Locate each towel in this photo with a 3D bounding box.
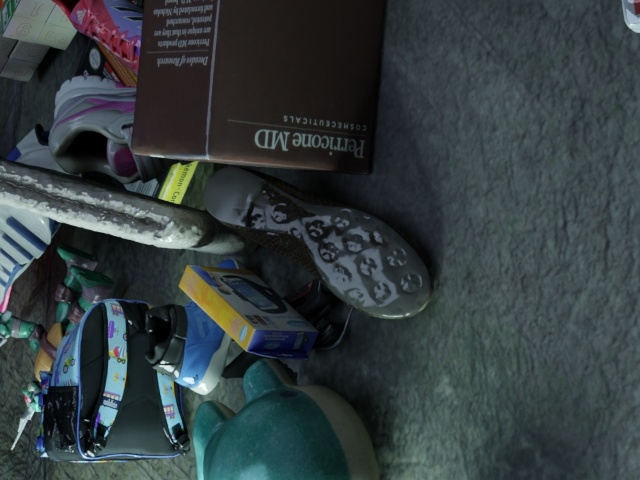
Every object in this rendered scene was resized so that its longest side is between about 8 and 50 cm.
[{"bbox_3d":[-0.224,-0.033,1.275,0.282,0.187,0.049,15,92,22],"label":"towel"}]

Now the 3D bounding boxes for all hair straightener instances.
[{"bbox_3d":[-0.022,0.096,1.224,0.230,0.047,0.089,-30,65,41],"label":"hair straightener"}]

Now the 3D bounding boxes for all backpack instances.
[{"bbox_3d":[-0.231,0.155,1.381,0.117,0.158,0.173,-13,75,43],"label":"backpack"}]

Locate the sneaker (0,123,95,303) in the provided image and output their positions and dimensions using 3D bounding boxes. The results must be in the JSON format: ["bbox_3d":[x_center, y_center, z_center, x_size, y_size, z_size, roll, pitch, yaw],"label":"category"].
[{"bbox_3d":[-0.372,-0.036,1.559,0.127,0.182,0.315,46,139,-13],"label":"sneaker"}]

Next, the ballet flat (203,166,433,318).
[{"bbox_3d":[0.000,0.000,1.154,0.249,0.058,0.084,25,89,26],"label":"ballet flat"}]

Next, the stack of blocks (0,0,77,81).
[{"bbox_3d":[-0.363,-0.330,1.598,0.297,0.087,0.171,-43,48,44],"label":"stack of blocks"}]

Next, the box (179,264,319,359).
[{"bbox_3d":[-0.064,0.068,1.175,0.136,0.081,0.028,36,112,42],"label":"box"}]

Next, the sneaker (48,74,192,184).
[{"bbox_3d":[-0.168,-0.109,1.289,0.252,0.103,0.111,-5,44,19],"label":"sneaker"}]

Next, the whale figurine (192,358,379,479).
[{"bbox_3d":[-0.062,0.221,1.174,0.272,0.141,0.216,5,103,55],"label":"whale figurine"}]

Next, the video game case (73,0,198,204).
[{"bbox_3d":[-0.200,-0.188,1.457,0.275,0.035,0.248,52,127,39],"label":"video game case"}]

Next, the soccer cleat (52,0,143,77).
[{"bbox_3d":[-0.221,-0.231,1.380,0.248,0.095,0.083,45,121,44],"label":"soccer cleat"}]

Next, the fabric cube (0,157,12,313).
[{"bbox_3d":[-0.589,-0.014,1.751,0.254,0.258,0.259,41,119,45],"label":"fabric cube"}]

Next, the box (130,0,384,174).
[{"bbox_3d":[-0.048,-0.257,1.149,0.143,0.191,0.382,12,98,51],"label":"box"}]

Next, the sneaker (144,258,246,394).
[{"bbox_3d":[-0.128,0.071,1.254,0.058,0.084,0.152,-28,40,51],"label":"sneaker"}]

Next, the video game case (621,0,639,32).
[{"bbox_3d":[0.282,-0.296,0.818,0.204,0.025,0.285,-10,80,28],"label":"video game case"}]

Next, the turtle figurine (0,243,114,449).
[{"bbox_3d":[-0.335,0.131,1.544,0.175,0.118,0.234,33,101,39],"label":"turtle figurine"}]
